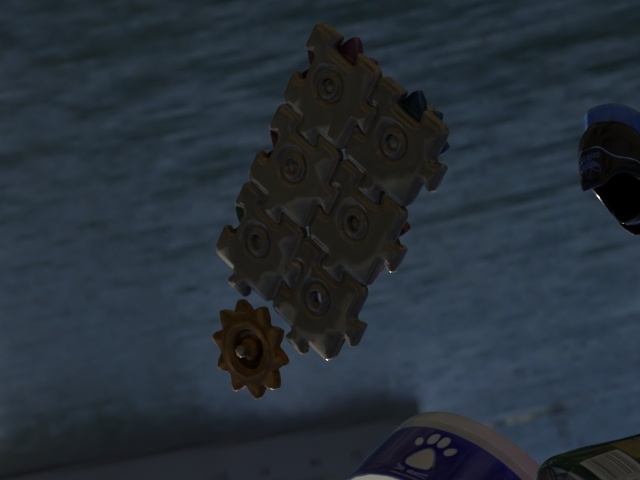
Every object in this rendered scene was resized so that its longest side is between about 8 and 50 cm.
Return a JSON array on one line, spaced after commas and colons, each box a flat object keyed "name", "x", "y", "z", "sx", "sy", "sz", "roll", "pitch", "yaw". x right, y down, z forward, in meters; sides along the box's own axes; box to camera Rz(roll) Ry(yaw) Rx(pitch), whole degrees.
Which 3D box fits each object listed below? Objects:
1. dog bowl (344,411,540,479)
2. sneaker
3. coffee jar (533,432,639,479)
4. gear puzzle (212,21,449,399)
[{"name": "dog bowl", "x": 0.144, "y": 0.309, "z": 1.932, "sx": 0.104, "sy": 0.265, "sz": 0.265, "roll": -39, "pitch": -172, "yaw": -33}, {"name": "sneaker", "x": 0.327, "y": -0.034, "z": 1.798, "sx": 0.232, "sy": 0.090, "sz": 0.081, "roll": 31, "pitch": 146, "yaw": -26}, {"name": "coffee jar", "x": 0.213, "y": 0.158, "z": 1.171, "sx": 0.184, "sy": 0.096, "sz": 0.079, "roll": -13, "pitch": -144, "yaw": -37}, {"name": "gear puzzle", "x": 0.000, "y": 0.000, "z": 1.593, "sx": 0.044, "sy": 0.175, "sz": 0.339, "roll": -10, "pitch": 134, "yaw": -48}]
